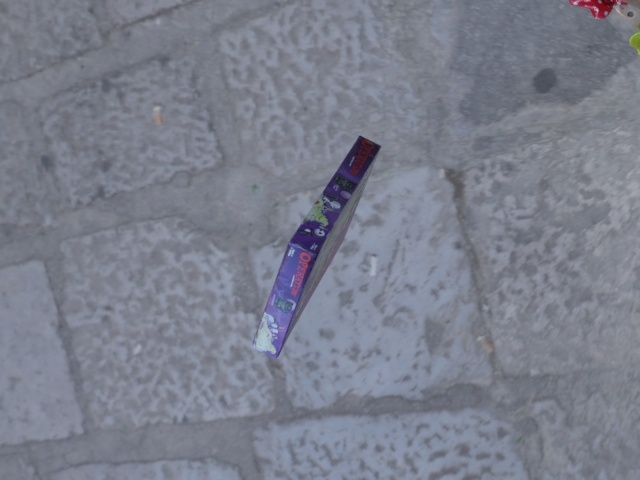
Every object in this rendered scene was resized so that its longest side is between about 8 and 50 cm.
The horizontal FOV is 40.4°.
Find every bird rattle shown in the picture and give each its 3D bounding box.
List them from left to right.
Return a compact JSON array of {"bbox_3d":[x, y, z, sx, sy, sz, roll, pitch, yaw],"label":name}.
[{"bbox_3d":[0.598,-0.474,1.727,0.254,0.207,0.143,23,128,-12],"label":"bird rattle"}]

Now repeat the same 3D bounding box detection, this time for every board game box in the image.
[{"bbox_3d":[0.000,0.000,1.338,0.056,0.347,0.208,28,127,2],"label":"board game box"}]

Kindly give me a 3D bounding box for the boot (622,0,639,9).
[{"bbox_3d":[0.458,-0.416,1.159,0.090,0.248,0.206,10,77,55],"label":"boot"}]
